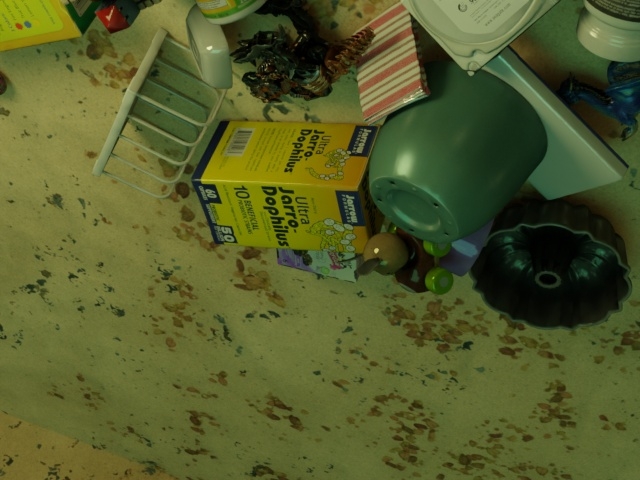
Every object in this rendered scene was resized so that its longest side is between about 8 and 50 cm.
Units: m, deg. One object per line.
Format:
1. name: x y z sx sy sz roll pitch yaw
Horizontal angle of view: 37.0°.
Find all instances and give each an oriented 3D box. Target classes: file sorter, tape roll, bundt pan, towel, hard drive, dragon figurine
1. file sorter: -0.322 -0.243 1.949 0.173 0.193 0.278 26 140 -12
2. tape roll: 0.284 -0.027 1.937 0.080 0.189 0.189 23 140 -2
3. bundt pan: 0.477 0.038 1.982 0.331 0.124 0.331 11 138 10
4. towel: 0.123 -0.317 1.700 0.029 0.197 0.144 13 152 -43
5. hard drive: 0.210 -0.456 1.522 0.339 0.064 0.237 47 135 -5
6. dragon figurine: 0.541 -0.266 1.644 0.289 0.085 0.144 -23 124 41
7. hard drive: 0.379 -0.207 1.741 0.318 0.040 0.210 41 157 -15

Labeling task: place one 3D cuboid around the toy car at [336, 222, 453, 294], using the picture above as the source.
1. toy car: 0.134 0.041 1.844 0.155 0.188 0.149 21 119 59

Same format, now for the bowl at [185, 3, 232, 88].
1. bowl: -0.212 -0.363 1.796 0.053 0.142 0.142 -18 155 -10

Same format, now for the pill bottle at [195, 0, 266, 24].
1. pill bottle: -0.192 -0.507 1.639 0.136 0.136 0.246 -7 133 28

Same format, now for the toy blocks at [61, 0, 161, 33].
1. toy blocks: -0.382 -0.510 1.619 0.191 0.261 0.381 -11 131 32

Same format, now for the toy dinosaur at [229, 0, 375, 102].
1. toy dinosaur: -0.033 -0.346 1.764 0.322 0.164 0.218 -28 131 29

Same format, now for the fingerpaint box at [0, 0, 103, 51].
1. fingerpaint box: -0.653 -0.570 1.740 0.371 0.163 0.445 -4 134 25

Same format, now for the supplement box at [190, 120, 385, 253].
1. supplement box: -0.053 -0.112 1.978 0.356 0.195 0.194 3 137 19

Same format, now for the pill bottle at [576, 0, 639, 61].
1. pill bottle: 0.482 -0.419 1.439 0.162 0.162 0.278 14 139 8

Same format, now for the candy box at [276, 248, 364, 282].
1. candy box: 0.000 0.000 2.170 0.196 0.070 0.165 13 139 14

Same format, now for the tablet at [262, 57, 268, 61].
1. tablet: -0.073 -0.335 1.883 0.054 0.006 0.083 -14 130 33

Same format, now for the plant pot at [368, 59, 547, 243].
1. plant pot: 0.225 -0.138 1.731 0.293 0.235 0.293 29 157 14

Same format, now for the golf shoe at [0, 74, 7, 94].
1. golf shoe: -0.779 -0.365 2.109 0.186 0.067 0.086 20 172 -7
